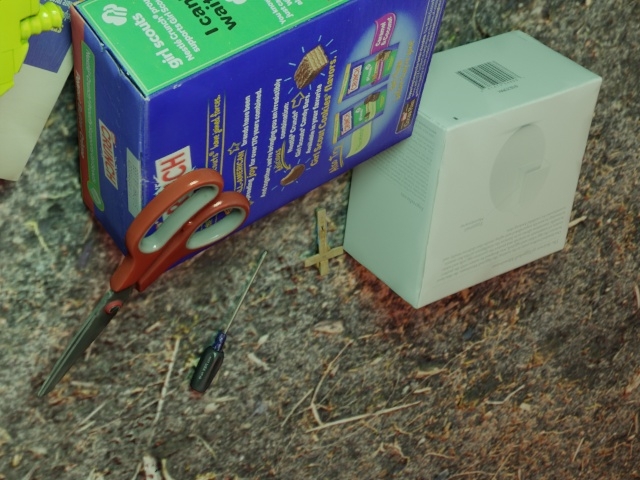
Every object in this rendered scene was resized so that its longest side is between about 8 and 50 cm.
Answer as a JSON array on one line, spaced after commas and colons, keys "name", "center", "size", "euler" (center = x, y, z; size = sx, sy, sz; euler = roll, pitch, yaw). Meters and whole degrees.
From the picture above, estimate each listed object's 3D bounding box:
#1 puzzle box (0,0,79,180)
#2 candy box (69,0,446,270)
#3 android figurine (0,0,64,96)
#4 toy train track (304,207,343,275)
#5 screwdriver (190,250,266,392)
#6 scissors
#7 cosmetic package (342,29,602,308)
[{"name": "puzzle box", "center": [-0.337, -0.201, 1.080], "size": [0.409, 0.052, 0.272], "euler": [13, 110, -49]}, {"name": "candy box", "center": [-0.054, -0.141, 1.301], "size": [0.317, 0.122, 0.268], "euler": [-30, 155, -25]}, {"name": "android figurine", "center": [-0.292, -0.141, 0.974], "size": [0.273, 0.056, 0.248], "euler": [-22, 136, -31]}, {"name": "toy train track", "center": [0.000, 0.000, 1.601], "size": [0.048, 0.014, 0.083], "euler": [-19, 127, -23]}, {"name": "screwdriver", "center": [-0.098, 0.085, 1.577], "size": [0.024, 0.025, 0.169], "euler": [16, 100, -49]}, {"name": "scissors", "center": [-0.179, 0.041, 1.287], "size": [0.297, 0.021, 0.109], "euler": [-40, 154, 18]}, {"name": "cosmetic package", "center": [0.158, -0.080, 1.589], "size": [0.224, 0.138, 0.224], "euler": [-19, 131, -33]}]
